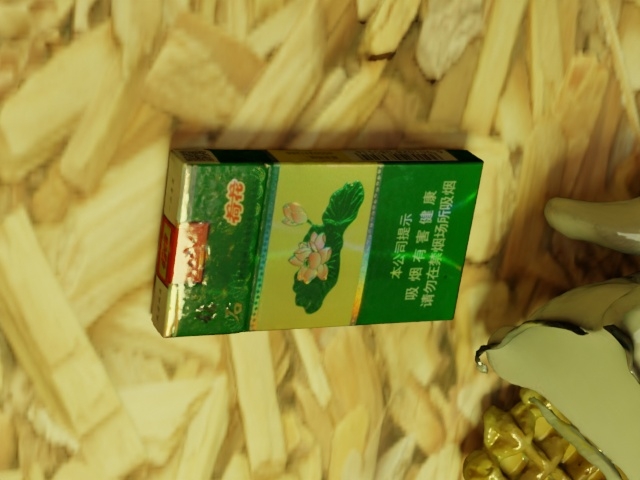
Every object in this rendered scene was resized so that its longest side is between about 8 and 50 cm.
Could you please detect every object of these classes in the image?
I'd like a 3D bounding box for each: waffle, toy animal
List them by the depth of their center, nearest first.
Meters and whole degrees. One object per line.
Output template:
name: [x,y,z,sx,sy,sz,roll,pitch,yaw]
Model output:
toy animal: [0.273,0.049,1.131,0.289,0.249,0.174,-59,171,-34]
waffle: [0.215,0.225,1.266,0.249,0.056,0.253,6,112,-29]

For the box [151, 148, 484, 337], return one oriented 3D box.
box: [0.000,0.000,1.064,0.235,0.034,0.132,-1,114,-26]
